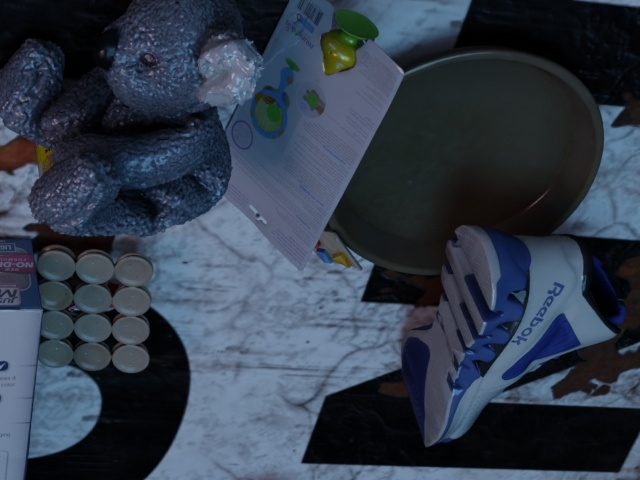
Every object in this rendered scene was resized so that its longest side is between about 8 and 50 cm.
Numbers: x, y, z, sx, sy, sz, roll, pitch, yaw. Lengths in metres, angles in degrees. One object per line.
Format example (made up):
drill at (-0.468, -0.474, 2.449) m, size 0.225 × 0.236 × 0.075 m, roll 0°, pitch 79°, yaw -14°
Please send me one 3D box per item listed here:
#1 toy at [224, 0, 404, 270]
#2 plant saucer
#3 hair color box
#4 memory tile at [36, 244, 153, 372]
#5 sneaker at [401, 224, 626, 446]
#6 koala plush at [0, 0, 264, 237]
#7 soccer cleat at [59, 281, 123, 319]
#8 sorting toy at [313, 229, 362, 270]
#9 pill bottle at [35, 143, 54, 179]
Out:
toy at (-0.005, -0.105, 1.747) m, size 0.056 × 0.137 × 0.237 m, roll -22°, pitch 148°, yaw -44°
plant saucer at (0.131, -0.079, 1.846) m, size 0.278 × 0.041 × 0.278 m, roll -8°, pitch 134°, yaw -8°
hair color box at (-0.371, 0.157, 1.885) m, size 0.174 × 0.105 × 0.347 m, roll 0°, pitch 132°, yaw -15°
memory tile at (-0.219, 0.067, 1.869) m, size 0.113 × 0.012 × 0.148 m, roll 3°, pitch 128°, yaw -5°
sneaker at (0.200, 0.093, 1.929) m, size 0.182 × 0.127 × 0.315 m, roll -5°, pitch 147°, yaw -18°
koala plush at (-0.134, -0.135, 1.635) m, size 0.203 × 0.196 × 0.221 m, roll 6°, pitch 131°, yaw -35°
soccer cleat at (-0.222, 0.062, 1.893) m, size 0.083 × 0.029 × 0.035 m, roll -13°, pitch 143°, yaw 1°
sorting toy at (0.000, 0.000, 1.873) m, size 0.012 × 0.062 × 0.083 m, roll -55°, pitch 135°, yaw -19°
pill bottle at (-0.230, -0.060, 1.736) m, size 0.043 × 0.083 × 0.043 m, roll -8°, pitch 134°, yaw -8°
